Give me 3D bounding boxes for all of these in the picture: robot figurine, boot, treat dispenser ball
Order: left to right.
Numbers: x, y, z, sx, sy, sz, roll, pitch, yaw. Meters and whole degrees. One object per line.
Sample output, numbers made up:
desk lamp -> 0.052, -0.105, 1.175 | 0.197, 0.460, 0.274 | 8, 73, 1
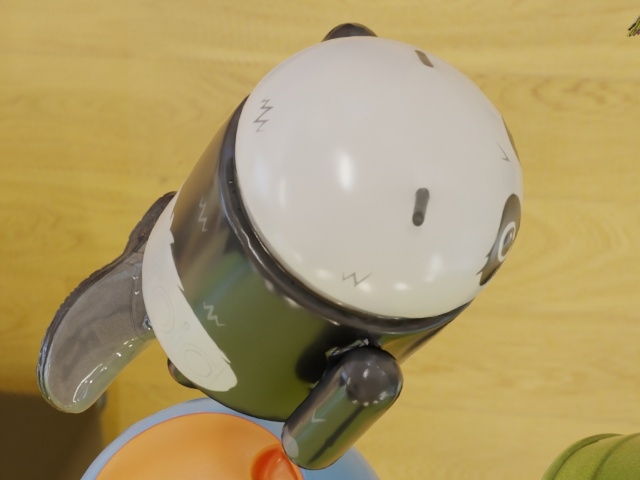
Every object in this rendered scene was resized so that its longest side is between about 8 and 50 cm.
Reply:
boot -> -0.199, 0.098, 1.859 | 0.118, 0.223, 0.338 | 39, 82, -44
treat dispenser ball -> -0.073, 0.270, 1.211 | 0.288, 0.288, 0.288 | 3, 114, 8
robot figurine -> 0.002, 0.002, 0.867 | 0.209, 0.173, 0.278 | 53, 143, 8

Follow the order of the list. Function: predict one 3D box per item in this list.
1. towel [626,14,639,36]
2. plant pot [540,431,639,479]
towel -> 0.224, -0.167, 0.937 | 0.009, 0.083, 0.060 | 35, 157, -1
plant pot -> 0.473, 0.355, 1.618 | 0.366, 0.366, 0.353 | 50, 139, -13
